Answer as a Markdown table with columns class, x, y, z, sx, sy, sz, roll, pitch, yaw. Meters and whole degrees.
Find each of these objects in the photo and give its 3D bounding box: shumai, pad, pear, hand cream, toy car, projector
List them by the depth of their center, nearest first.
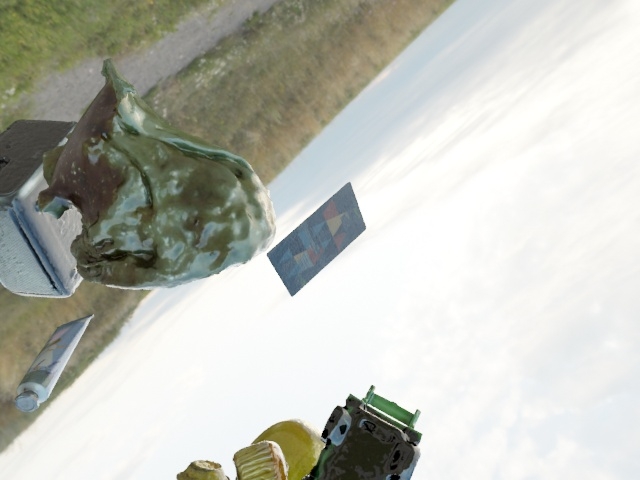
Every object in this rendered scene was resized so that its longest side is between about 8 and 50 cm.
| class | x | y | z | sx | sy | sz | roll | pitch | yaw |
| --- | --- | --- | --- | --- | --- | --- | --- | --- | --- |
| shumai | -0.219 | -0.104 | 0.727 | 0.330 | 0.288 | 0.292 | 9 | -161 | 41 |
| pad | 0.000 | 0.000 | 1.005 | 0.211 | 0.143 | 0.003 | -43 | -131 | -16 |
| hand cream | -0.531 | 0.235 | 1.066 | 0.088 | 0.055 | 0.256 | -22 | -155 | 9 |
| toy car | 0.092 | 0.506 | 1.198 | 0.358 | 0.213 | 0.176 | -62 | 163 | -17 |
| projector | -0.816 | -0.092 | 1.593 | 0.395 | 0.242 | 0.405 | -81 | 171 | -46 |
| pear | -0.092 | 0.745 | 1.623 | 0.362 | 0.362 | 0.418 | -39 | -162 | 31 |

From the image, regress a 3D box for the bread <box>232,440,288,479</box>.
| class | x | y | z | sx | sy | sz | roll | pitch | yaw |
| --- | --- | --- | --- | --- | --- | --- | --- | --- | --- |
| bread | -0.121 | 0.499 | 1.128 | 0.114 | 0.132 | 0.190 | -17 | 156 | -8 |

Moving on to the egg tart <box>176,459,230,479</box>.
| class | x | y | z | sx | sy | sz | roll | pitch | yaw |
| --- | --- | --- | --- | --- | --- | --- | --- | --- | --- |
| egg tart | -0.398 | 0.805 | 1.838 | 0.191 | 0.191 | 0.074 | 163 | -61 | -70 |
